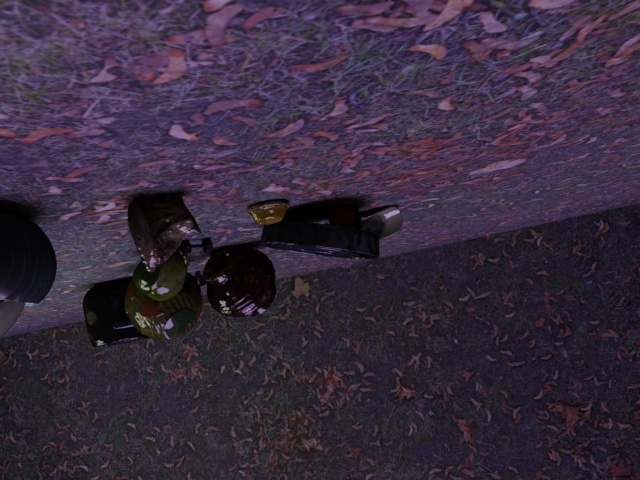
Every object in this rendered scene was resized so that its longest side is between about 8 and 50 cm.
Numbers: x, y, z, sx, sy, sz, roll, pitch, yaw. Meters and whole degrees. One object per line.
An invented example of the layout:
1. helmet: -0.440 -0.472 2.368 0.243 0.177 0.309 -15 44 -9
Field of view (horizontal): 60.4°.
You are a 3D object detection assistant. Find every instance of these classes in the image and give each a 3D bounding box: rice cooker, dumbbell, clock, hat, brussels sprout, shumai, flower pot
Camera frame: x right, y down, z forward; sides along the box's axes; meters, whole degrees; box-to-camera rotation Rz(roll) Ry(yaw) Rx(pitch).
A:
1. rice cooker: -0.714 0.259 1.980 0.268 0.224 0.267 -10 170 -2
2. dumbbell: -0.330 0.016 1.463 0.083 0.040 0.036 -7 140 -31
3. clock: 0.001 0.002 1.412 0.313 0.061 0.312 7 175 1
4. hat: 0.147 -0.056 1.569 0.166 0.081 0.122 -29 128 16
5. brussels sprout: -0.439 0.092 1.512 0.132 0.145 0.183 16 163 -4
6. shumai: -0.278 -0.019 0.989 0.116 0.145 0.145 -19 175 -17
7. flower pot: -0.532 0.036 0.883 0.190 0.157 0.243 -11 171 -14

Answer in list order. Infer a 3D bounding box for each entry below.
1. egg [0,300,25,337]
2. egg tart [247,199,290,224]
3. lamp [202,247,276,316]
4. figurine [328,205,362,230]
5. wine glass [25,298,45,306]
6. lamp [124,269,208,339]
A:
1. egg: -0.769 0.150 1.143 0.296 0.218 0.218 -19 175 -20
2. egg tart: -0.114 -0.060 1.220 0.105 0.039 0.105 -9 172 -1
3. lamp: -0.255 0.127 1.731 0.247 0.246 0.247 -11 172 -2
4. figurine: 0.066 -0.054 1.412 0.075 0.068 0.140 -10 175 15
5. wine glass: -0.882 0.157 1.583 0.074 0.073 0.155 -15 167 28
6. lamp: -0.476 0.184 1.758 0.284 0.250 0.250 -32 -176 -30
